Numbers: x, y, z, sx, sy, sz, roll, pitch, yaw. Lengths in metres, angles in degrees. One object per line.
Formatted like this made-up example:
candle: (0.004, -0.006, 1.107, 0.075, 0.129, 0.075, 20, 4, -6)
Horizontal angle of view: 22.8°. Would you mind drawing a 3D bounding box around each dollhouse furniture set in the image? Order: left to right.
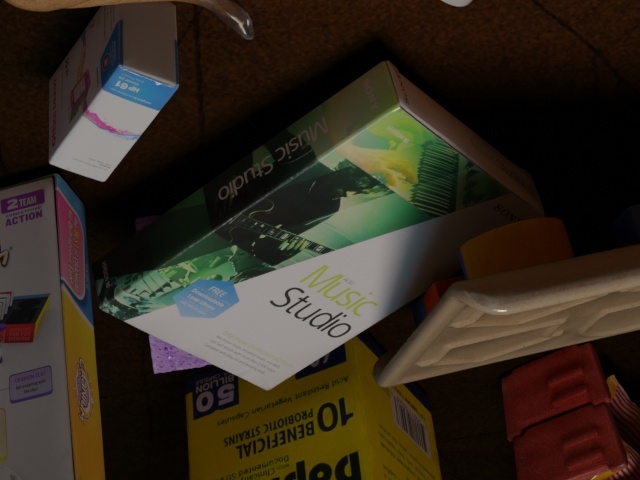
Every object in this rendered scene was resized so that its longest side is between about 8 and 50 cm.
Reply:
dollhouse furniture set: (0.390, 0.171, 1.594, 0.374, 0.152, 0.201, -27, 138, 24)

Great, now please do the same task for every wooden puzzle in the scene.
wooden puzzle: (0.224, 0.034, 1.362, 0.322, 0.080, 0.348, -11, 168, -13)

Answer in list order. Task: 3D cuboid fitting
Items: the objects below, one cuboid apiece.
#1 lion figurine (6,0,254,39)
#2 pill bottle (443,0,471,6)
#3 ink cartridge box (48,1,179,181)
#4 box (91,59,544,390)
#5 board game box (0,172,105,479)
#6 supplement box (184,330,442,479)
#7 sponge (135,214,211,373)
lion figurine: (-0.176, -0.242, 0.973, 0.240, 0.142, 0.392, -20, 135, -6)
pill bottle: (0.121, -0.222, 1.114, 0.067, 0.067, 0.120, 17, 137, -27)
ink cartridge box: (-0.158, -0.117, 1.191, 0.052, 0.088, 0.122, 17, 137, -27)
box: (0.000, 0.000, 1.352, 0.322, 0.058, 0.232, -35, 141, 22)
board game box: (-0.303, 0.120, 1.288, 0.242, 0.316, 0.064, -13, 152, 10)
supplement box: (0.004, 0.287, 1.521, 0.194, 0.356, 0.195, -22, 140, 18)
sponge: (-0.105, 0.049, 1.461, 0.117, 0.031, 0.210, -5, 142, -4)
